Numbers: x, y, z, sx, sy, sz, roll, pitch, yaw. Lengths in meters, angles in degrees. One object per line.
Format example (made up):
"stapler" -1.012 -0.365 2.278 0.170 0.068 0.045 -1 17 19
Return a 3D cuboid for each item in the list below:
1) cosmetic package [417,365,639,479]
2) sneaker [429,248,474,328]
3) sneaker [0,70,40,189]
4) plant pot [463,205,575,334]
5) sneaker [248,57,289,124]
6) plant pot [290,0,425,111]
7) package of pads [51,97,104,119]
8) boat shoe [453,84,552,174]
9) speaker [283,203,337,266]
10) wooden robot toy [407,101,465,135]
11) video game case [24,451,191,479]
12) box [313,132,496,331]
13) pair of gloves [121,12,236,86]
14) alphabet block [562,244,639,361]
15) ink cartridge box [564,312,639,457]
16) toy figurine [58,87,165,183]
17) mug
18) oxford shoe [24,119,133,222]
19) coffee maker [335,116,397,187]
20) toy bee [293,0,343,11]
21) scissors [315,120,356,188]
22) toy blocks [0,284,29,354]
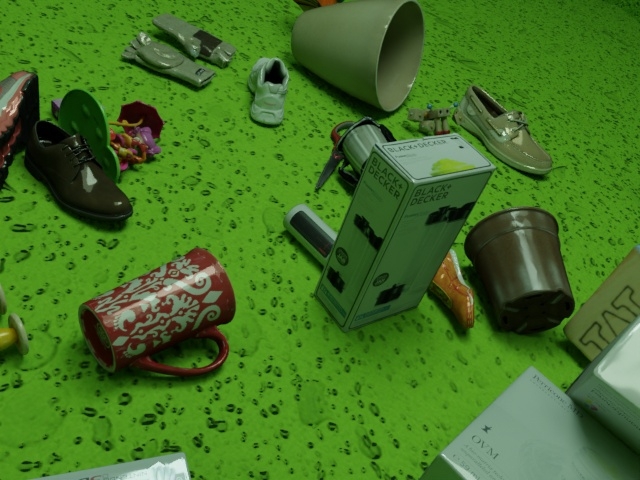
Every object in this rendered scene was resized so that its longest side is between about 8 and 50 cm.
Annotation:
"cosmetic package" 0.257 0.307 0.734 0.224 0.138 0.224 42 41 24
"sneaker" 0.215 0.084 1.055 0.067 0.064 0.175 -9 38 -5
"sneaker" -0.535 -0.186 0.974 0.136 0.116 0.314 12 39 -10
"plant pot" 0.344 0.058 1.063 0.166 0.167 0.165 8 47 -16
"sneaker" -0.103 -0.354 1.371 0.090 0.115 0.232 8 40 -17
"plant pot" 0.074 -0.468 1.518 0.273 0.257 0.256 19 35 25
"package of pads" -0.442 -0.239 1.146 0.083 0.032 0.050 -22 53 -41
"boat shoe" 0.458 -0.275 1.551 0.109 0.098 0.302 -14 50 -37
"speaker" 0.000 0.000 1.047 0.055 0.055 0.136 -21 54 -40
"wooden robot toy" 0.269 -0.295 1.535 0.173 0.076 0.079 -12 13 -34
"video game case" -0.199 0.309 0.612 0.173 0.022 0.190 -2 44 -26
"box" 0.115 -0.009 0.920 0.169 0.290 0.087 -12 48 -36
"pair of gloves" -0.313 -0.430 1.427 0.204 0.042 0.240 24 40 -2
"alphabet block" 0.557 0.134 1.013 0.192 0.197 0.193 -4 44 -41
"ink cartridge box" 0.431 0.240 0.816 0.119 0.353 0.207 -44 66 -12
"toy figurine" -0.333 -0.181 1.081 0.159 0.130 0.173 -22 76 -52
"mug" -0.197 0.100 0.795 0.169 0.113 0.150 -24 54 -38
"oxford shoe" -0.378 -0.109 0.971 0.227 0.096 0.083 35 38 15
"coffee maker" 0.137 -0.134 1.213 0.171 0.120 0.178 1 45 -34
"toy bee" -0.007 -0.638 1.750 0.162 0.298 0.195 15 66 38
"scissors" 0.029 -0.184 1.312 0.109 0.021 0.297 35 41 14
"toy blocks" -0.433 0.107 0.720 0.148 0.054 0.123 -19 54 -39
